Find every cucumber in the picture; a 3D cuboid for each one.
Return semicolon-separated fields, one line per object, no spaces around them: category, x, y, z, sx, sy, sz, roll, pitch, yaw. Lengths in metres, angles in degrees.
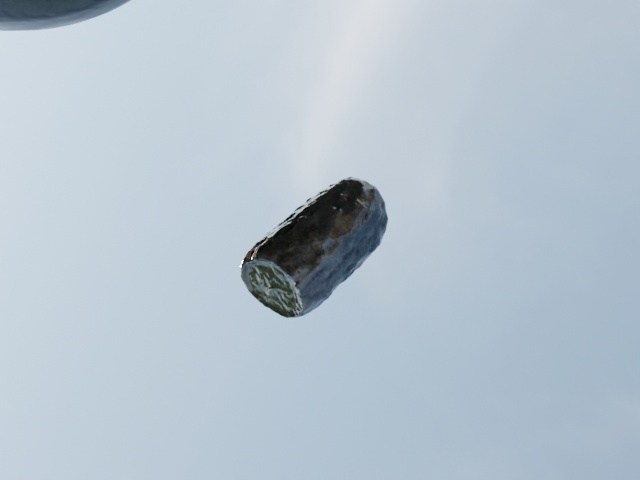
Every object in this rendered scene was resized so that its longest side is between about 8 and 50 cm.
cucumber;-0.001;0.001;1.175;0.064;0.064;0.112;-2;-148;43

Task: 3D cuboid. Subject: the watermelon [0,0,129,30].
watermelon;-0.270;-0.310;1.391;0.359;0.279;0.279;11;-125;13
